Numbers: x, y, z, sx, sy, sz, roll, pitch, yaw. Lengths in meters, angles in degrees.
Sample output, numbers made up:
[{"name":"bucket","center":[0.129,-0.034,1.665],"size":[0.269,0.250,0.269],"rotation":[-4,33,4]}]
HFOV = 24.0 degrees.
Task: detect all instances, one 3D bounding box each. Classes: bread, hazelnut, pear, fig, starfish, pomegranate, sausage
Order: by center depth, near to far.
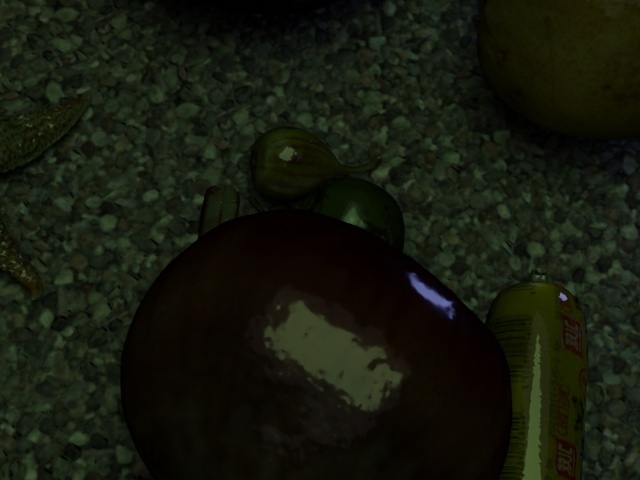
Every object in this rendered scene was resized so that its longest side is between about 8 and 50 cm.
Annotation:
[{"name":"hazelnut","center":[-0.010,0.170,1.558],"size":[0.409,0.359,0.359],"rotation":[33,68,10]},{"name":"sausage","center":[0.235,0.192,1.691],"size":[0.123,0.123,0.347],"rotation":[9,68,-3]},{"name":"pomegranate","center":[0.000,0.000,1.742],"size":[0.191,0.131,0.152],"rotation":[12,70,7]},{"name":"starfish","center":[-0.448,-0.099,1.766],"size":[0.347,0.078,0.357],"rotation":[-1,68,-4]},{"name":"bread","center":[-0.121,-0.024,1.779],"size":[0.043,0.109,0.062],"rotation":[7,24,-8]},{"name":"pear","center":[0.338,-0.268,1.799],"size":[0.314,0.314,0.314],"rotation":[2,68,-5]},{"name":"fig","center":[-0.004,-0.101,1.800],"size":[0.166,0.093,0.093],"rotation":[-13,70,-8]}]

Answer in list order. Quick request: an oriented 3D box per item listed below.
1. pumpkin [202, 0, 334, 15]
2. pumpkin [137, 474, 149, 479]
[{"name":"pumpkin","center":[-0.070,-0.494,1.815],"size":[0.454,0.344,0.454],"rotation":[3,76,-12]},{"name":"pumpkin","center":[-0.135,0.390,1.588],"size":[0.278,0.111,0.163],"rotation":[41,83,-3]}]
